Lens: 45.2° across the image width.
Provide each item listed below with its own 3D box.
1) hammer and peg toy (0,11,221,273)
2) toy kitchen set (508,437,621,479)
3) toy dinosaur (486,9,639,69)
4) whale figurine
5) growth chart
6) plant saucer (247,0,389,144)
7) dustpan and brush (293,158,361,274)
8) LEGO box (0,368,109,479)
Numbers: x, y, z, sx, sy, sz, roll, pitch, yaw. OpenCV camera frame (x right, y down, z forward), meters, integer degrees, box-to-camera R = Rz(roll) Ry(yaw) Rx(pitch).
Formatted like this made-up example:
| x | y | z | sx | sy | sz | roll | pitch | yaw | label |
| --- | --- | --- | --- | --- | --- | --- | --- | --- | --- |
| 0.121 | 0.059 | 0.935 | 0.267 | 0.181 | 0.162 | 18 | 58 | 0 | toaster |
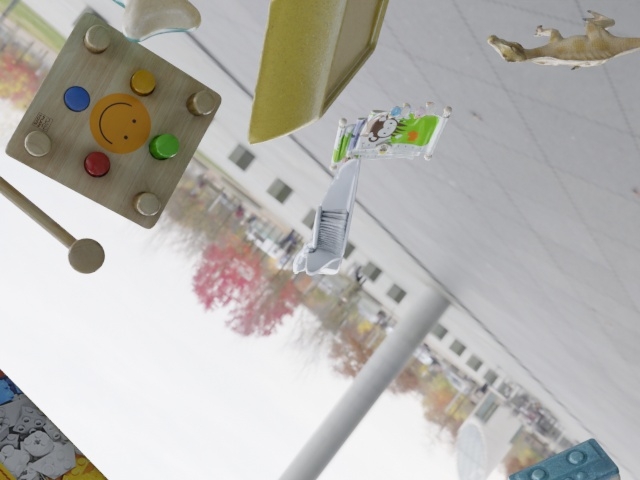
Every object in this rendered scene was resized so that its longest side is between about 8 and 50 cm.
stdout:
| x | y | z | sx | sy | sz | roll | pitch | yaw | label |
| --- | --- | --- | --- | --- | --- | --- | --- | --- | --- |
| -0.346 | -0.138 | 1.196 | 0.265 | 0.361 | 0.127 | 31 | 173 | -22 | hammer and peg toy |
| 0.176 | 0.244 | 0.555 | 0.207 | 0.166 | 0.122 | -116 | 2 | -61 | toy kitchen set |
| 0.240 | -0.169 | 0.675 | 0.093 | 0.183 | 0.053 | -69 | -27 | -65 | toy dinosaur |
| -0.252 | -0.371 | 1.043 | 0.272 | 0.216 | 0.141 | 65 | 159 | 17 | whale figurine |
| 0.138 | -0.209 | 1.544 | 0.172 | 0.237 | 0.021 | 93 | 169 | -55 | growth chart |
| 0.029 | -0.318 | 1.011 | 0.080 | 0.333 | 0.333 | 23 | 133 | 8 | plant saucer |
| 0.000 | 0.000 | 0.999 | 0.060 | 0.147 | 0.211 | 11 | 152 | -1 | dustpan and brush |
| -0.328 | 0.399 | 0.737 | 0.372 | 0.500 | 0.193 | 41 | -140 | 12 | LEGO box |
